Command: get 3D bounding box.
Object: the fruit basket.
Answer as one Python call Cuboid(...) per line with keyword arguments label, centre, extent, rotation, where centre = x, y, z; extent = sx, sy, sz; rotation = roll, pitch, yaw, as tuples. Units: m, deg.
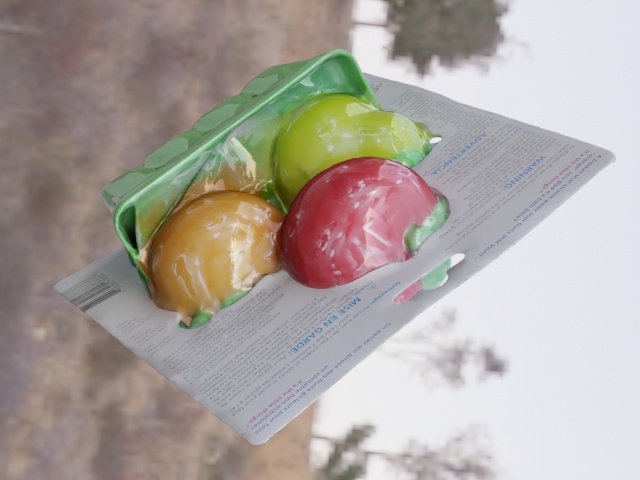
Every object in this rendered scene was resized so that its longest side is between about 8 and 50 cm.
Cuboid(label="fruit basket", centre=(0.000, 0.000, 1.277), extent=(0.353, 0.327, 0.165), rotation=(31, -27, 51))
